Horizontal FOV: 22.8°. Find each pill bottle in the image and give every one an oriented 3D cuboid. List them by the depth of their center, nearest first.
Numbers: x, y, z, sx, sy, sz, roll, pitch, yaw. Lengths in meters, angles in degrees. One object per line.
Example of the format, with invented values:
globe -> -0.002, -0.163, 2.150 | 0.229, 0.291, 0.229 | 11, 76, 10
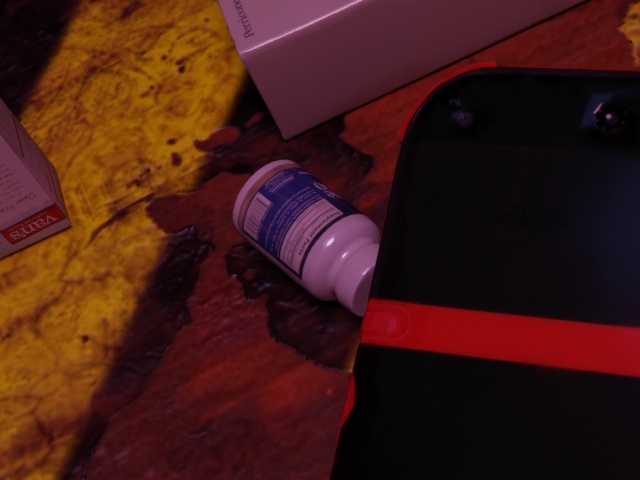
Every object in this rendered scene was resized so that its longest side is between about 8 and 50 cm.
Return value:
pill bottle -> 0.000, 0.000, 1.098 | 0.067, 0.067, 0.120 | -44, 56, -10

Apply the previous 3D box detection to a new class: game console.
game console -> 0.200, 0.062, 0.917 | 0.386, 0.060, 0.342 | 5, 77, 28

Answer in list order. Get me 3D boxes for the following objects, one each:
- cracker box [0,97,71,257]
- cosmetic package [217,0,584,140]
cracker box -> -0.301, -0.060, 1.138 | 0.155, 0.232, 0.067 | -25, 54, 3
cosmetic package -> 0.073, -0.222, 1.184 | 0.309, 0.113, 0.160 | -25, 55, 2
